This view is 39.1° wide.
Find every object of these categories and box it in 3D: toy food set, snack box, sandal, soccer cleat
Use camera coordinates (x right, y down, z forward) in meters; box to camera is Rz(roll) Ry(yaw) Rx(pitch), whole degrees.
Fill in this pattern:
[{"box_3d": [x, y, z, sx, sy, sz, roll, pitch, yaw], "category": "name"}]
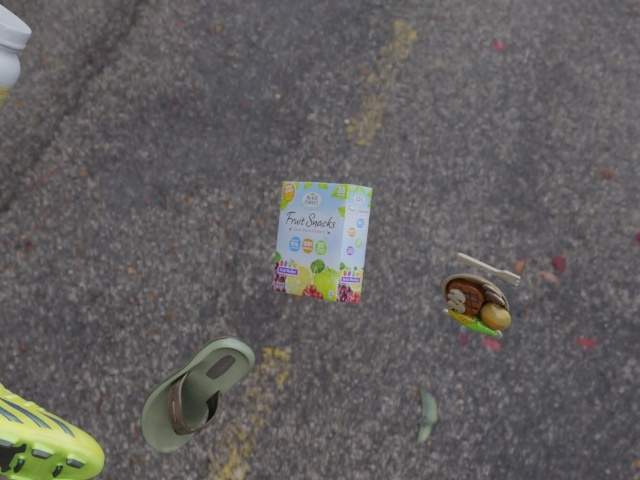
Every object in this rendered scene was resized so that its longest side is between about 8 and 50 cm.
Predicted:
[{"box_3d": [0.265, 0.108, 1.542, 0.132, 0.192, 0.038, 23, 55, 17], "category": "toy food set"}, {"box_3d": [0.000, 0.000, 1.627, 0.070, 0.207, 0.174, 8, -2, -44], "category": "snack box"}, {"box_3d": [-0.231, 0.289, 1.633, 0.120, 0.303, 0.086, 27, 30, -24], "category": "sandal"}, {"box_3d": [-0.360, 0.172, 0.942, 0.289, 0.093, 0.121, 18, 42, -9], "category": "soccer cleat"}]

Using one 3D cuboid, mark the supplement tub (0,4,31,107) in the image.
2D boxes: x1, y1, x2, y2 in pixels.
[{"box_3d": [-0.661, -0.265, 1.519, 0.241, 0.331, 0.241, 33, 9, -6], "category": "supplement tub"}]
